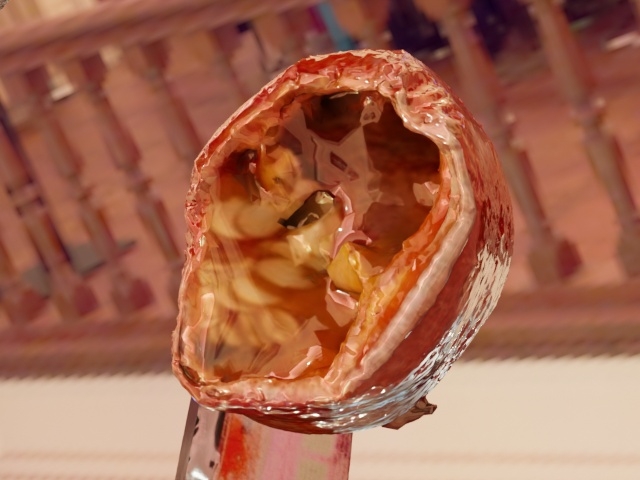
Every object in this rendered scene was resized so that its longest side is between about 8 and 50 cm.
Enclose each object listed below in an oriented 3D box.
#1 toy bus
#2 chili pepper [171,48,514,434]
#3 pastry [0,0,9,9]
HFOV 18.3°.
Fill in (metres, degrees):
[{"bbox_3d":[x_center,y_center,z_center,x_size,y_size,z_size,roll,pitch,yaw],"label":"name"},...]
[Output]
[{"bbox_3d":[-0.050,0.195,1.696,0.147,0.127,0.303,9,56,-3],"label":"toy bus"},{"bbox_3d":[0.000,0.000,1.250,0.251,0.229,0.305,-46,-11,4],"label":"chili pepper"},{"bbox_3d":[-0.328,-0.167,1.160,0.356,0.164,0.356,-14,36,10],"label":"pastry"}]
